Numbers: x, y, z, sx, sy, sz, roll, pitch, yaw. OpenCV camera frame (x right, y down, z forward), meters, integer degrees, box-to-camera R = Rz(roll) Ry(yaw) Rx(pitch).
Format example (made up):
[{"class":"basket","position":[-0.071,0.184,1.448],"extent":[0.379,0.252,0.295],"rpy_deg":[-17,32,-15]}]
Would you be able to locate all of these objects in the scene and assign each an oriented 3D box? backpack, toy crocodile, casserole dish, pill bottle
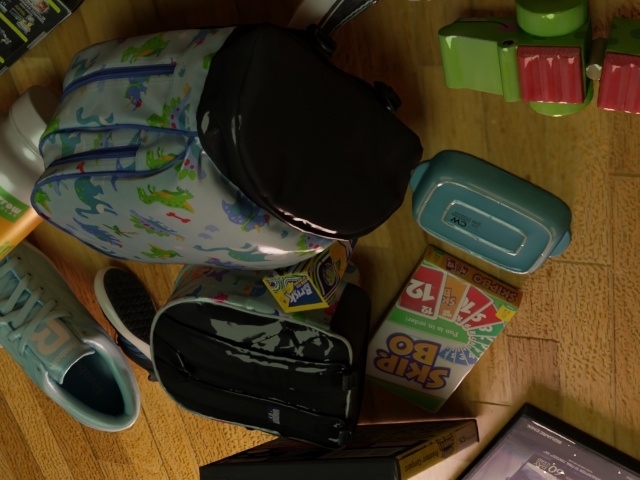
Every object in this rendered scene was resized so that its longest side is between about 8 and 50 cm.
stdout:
[{"class":"backpack","position":[-0.069,0.118,1.398],"extent":[0.253,0.191,0.225],"rpy_deg":[8,131,7]},{"class":"toy crocodile","position":[0.272,-0.159,1.059],"extent":[0.340,0.105,0.115],"rpy_deg":[7,132,18]},{"class":"casserole dish","position":[0.181,-0.024,1.271],"extent":[0.188,0.037,0.114],"rpy_deg":[26,135,1]},{"class":"pill bottle","position":[-0.382,-0.064,1.367],"extent":[0.245,0.136,0.136],"rpy_deg":[-40,109,16]},{"class":"backpack","position":[-0.129,-0.092,1.186],"extent":[0.355,0.273,0.290],"rpy_deg":[22,175,39]}]

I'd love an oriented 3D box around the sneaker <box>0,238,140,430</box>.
[{"class":"sneaker","position":[-0.354,0.108,1.518],"extent":[0.366,0.135,0.150],"rpy_deg":[47,165,-23]}]

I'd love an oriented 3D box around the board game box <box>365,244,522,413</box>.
[{"class":"board game box","position":[0.132,0.121,1.428],"extent":[0.124,0.039,0.259],"rpy_deg":[27,138,-1]}]

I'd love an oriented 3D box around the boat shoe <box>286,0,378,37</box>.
[{"class":"boat shoe","position":[0.084,-0.263,1.054],"extent":[0.102,0.108,0.301],"rpy_deg":[39,126,-12]}]

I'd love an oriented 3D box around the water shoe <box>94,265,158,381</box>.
[{"class":"water shoe","position":[-0.252,0.122,1.566],"extent":[0.080,0.073,0.203],"rpy_deg":[-14,123,36]}]

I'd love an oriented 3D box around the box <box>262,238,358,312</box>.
[{"class":"box","position":[0.000,0.000,1.276],"extent":[0.059,0.169,0.054],"rpy_deg":[-11,127,32]}]

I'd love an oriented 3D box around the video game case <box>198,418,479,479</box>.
[{"class":"video game case","position":[0.029,0.270,1.477],"extent":[0.274,0.248,0.035],"rpy_deg":[-9,89,29]}]

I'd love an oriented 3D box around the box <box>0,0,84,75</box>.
[{"class":"box","position":[-0.408,-0.304,1.255],"extent":[0.216,0.060,0.270],"rpy_deg":[-29,115,39]}]

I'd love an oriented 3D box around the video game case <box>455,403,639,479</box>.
[{"class":"video game case","position":[0.293,0.338,1.561],"extent":[0.196,0.026,0.274],"rpy_deg":[28,134,-2]}]

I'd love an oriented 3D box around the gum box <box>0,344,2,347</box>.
[{"class":"gum box","position":[-0.467,0.094,1.640],"extent":[0.188,0.062,0.107],"rpy_deg":[-19,120,35]}]
